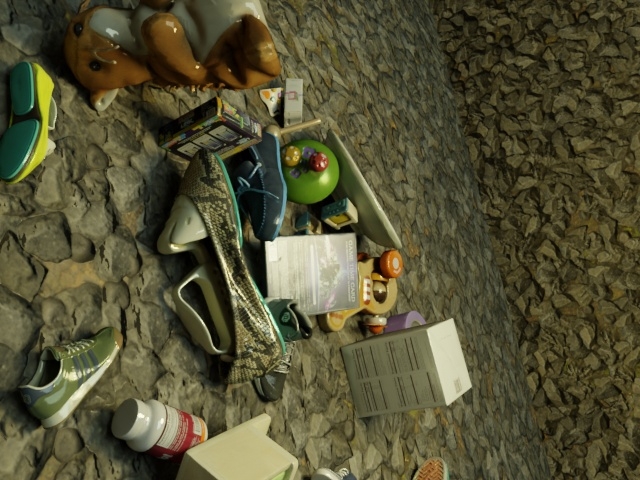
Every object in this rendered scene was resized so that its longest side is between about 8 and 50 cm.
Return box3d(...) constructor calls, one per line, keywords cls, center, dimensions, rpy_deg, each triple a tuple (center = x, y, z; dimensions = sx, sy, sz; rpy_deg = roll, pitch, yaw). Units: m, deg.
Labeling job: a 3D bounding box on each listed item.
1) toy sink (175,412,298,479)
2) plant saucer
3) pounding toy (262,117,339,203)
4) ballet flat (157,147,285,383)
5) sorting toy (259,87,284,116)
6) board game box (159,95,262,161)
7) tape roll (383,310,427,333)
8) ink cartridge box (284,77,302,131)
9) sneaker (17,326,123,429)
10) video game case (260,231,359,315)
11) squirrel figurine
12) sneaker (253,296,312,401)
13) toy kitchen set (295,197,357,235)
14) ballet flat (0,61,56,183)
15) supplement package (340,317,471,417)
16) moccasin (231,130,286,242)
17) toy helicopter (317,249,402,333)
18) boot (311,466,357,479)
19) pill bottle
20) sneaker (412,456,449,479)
box3d(cls="toy sink", center=(-0.137, 0.432, 1.083), dimensions=(0.234, 0.131, 0.153), rpy_deg=(-3, 118, -60))
box3d(cls="plant saucer", center=(0.095, -0.127, 1.776), dimensions=(0.400, 0.100, 0.400), rpy_deg=(58, 5, -9))
box3d(cls="pounding toy", center=(-0.049, -0.220, 1.572), dimensions=(0.110, 0.182, 0.237), rpy_deg=(95, -22, -71))
box3d(cls="ballet flat", center=(-0.218, 0.058, 1.220), dimensions=(0.182, 0.164, 0.483), rpy_deg=(-19, 92, -34))
box3d(cls="sorting toy", center=(-0.127, -0.385, 1.705), dimensions=(0.083, 0.044, 0.075), rpy_deg=(-34, 122, -59))
box3d(cls="board game box", center=(-0.234, -0.226, 1.307), dimensions=(0.141, 0.170, 0.048), rpy_deg=(23, 54, -53))
box3d(cls="tape roll", center=(0.280, 0.322, 1.935), dimensions=(0.189, 0.080, 0.189), rpy_deg=(34, 46, -45))
box3d(cls="ink cartridge box", center=(-0.076, -0.380, 1.725), dimensions=(0.088, 0.052, 0.123), rpy_deg=(95, -3, -62))
box3d(cls="sneaker", center=(-0.383, 0.185, 0.942), dimensions=(0.086, 0.064, 0.192), rpy_deg=(60, 35, -28))
box3d(cls="video game case", center=(-0.020, 0.083, 1.490), dimensions=(0.274, 0.026, 0.196), rpy_deg=(-3, 91, -37))
box3d(cls="squirrel figurine", center=(-0.282, -0.372, 1.191), dimensions=(0.397, 0.370, 0.281), rpy_deg=(9, 62, -88))
box3d(cls="sneaker", center=(-0.077, 0.233, 1.327), dimensions=(0.086, 0.132, 0.229), rpy_deg=(10, 76, -52))
box3d(cls="toy kitchen set", center=(0.000, 0.000, 1.567), dimensions=(0.122, 0.166, 0.207), rpy_deg=(37, 44, -44))
box3d(cls="ballet flat", center=(-0.469, -0.185, 1.004), dimensions=(0.077, 0.077, 0.231), rpy_deg=(48, 32, -62))
box3d(cls="supplement package", center=(0.233, 0.344, 1.662), dimensions=(0.199, 0.262, 0.198), rpy_deg=(-3, 78, -59))
box3d(cls="moccasin", center=(-0.160, -0.132, 1.439), dimensions=(0.116, 0.138, 0.342), rpy_deg=(15, 39, -25))
box3d(cls="toy helicopter", center=(0.112, 0.180, 1.732), dimensions=(0.355, 0.140, 0.235), rpy_deg=(-26, 106, -49))
box3d(cls="boot", center=(0.036, 0.564, 1.431), dimensions=(0.086, 0.069, 0.190), rpy_deg=(-78, 147, -51))
box3d(cls="pill bottle", center=(-0.271, 0.319, 1.033), dimensions=(0.152, 0.086, 0.086), rpy_deg=(40, 43, -41))
box3d(cls="sneaker", center=(0.316, 0.773, 1.732), dimensions=(0.121, 0.108, 0.302), rpy_deg=(49, 45, -34))
